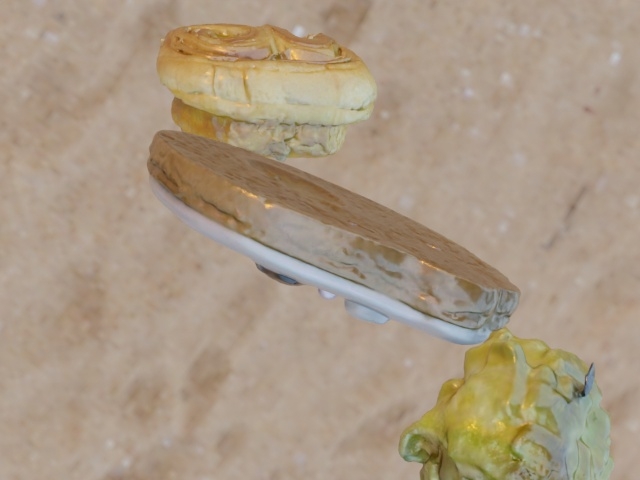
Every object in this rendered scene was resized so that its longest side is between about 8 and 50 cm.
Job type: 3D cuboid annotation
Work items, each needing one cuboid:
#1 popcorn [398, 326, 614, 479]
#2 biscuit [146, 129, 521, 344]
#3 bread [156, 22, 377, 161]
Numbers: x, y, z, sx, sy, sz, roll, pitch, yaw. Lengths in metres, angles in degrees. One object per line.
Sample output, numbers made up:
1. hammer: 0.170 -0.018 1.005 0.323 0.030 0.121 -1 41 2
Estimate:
1. popcorn: 0.146 0.147 1.454 0.173 0.142 0.173 -8 103 -37
2. biscuit: 0.000 0.000 1.073 0.208 0.181 0.049 20 98 -16
3. bread: -0.059 -0.164 2.151 0.236 0.198 0.120 1 112 -21
